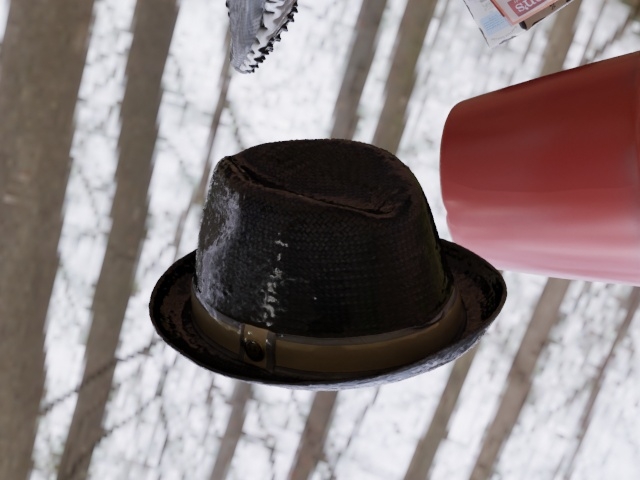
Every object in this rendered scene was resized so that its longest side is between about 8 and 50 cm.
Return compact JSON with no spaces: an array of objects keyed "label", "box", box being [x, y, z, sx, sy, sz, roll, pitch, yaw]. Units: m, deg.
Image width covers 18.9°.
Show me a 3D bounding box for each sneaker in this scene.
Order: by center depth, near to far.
[{"label":"sneaker","box":[-0.078,-0.280,2.146,0.106,0.234,0.078,34,-123,5]}]

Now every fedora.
[{"label":"fedora","box":[0.000,0.000,1.701,0.334,0.152,0.334,-4,-154,2]}]

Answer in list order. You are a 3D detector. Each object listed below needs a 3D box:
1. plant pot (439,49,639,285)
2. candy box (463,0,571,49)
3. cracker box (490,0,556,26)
[{"label":"plant pot","box":[0.279,-0.075,2.175,0.243,0.275,0.275,-3,-154,24]},{"label":"candy box","box":[0.238,-0.370,2.499,0.165,0.070,0.196,-35,-83,-46]},{"label":"cracker box","box":[0.119,-0.311,1.602,0.232,0.067,0.155,46,-153,-31]}]
